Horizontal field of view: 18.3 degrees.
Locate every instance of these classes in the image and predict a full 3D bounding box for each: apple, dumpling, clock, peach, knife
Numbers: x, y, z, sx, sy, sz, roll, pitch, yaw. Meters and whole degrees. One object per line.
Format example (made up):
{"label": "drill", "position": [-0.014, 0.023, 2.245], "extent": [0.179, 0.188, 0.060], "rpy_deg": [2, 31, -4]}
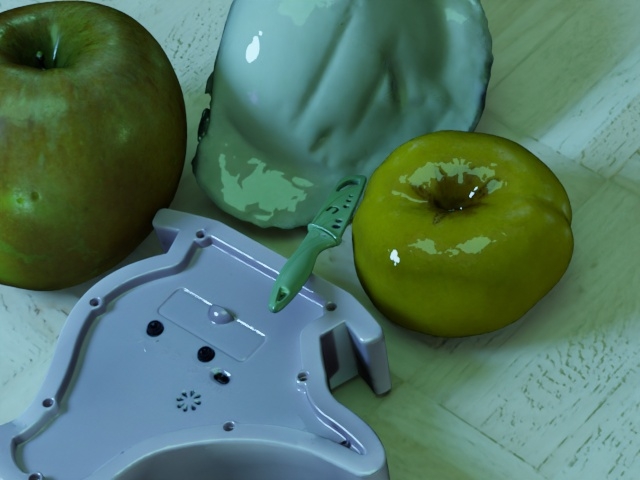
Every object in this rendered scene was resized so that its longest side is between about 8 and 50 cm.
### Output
{"label": "apple", "position": [-0.218, -0.074, 1.587], "extent": [0.237, 0.207, 0.237], "rpy_deg": [0, 40, 0]}
{"label": "dumpling", "position": [0.023, -0.134, 1.637], "extent": [0.227, 0.243, 0.175], "rpy_deg": [26, 21, 5]}
{"label": "clock", "position": [-0.076, 0.135, 1.458], "extent": [0.290, 0.080, 0.275], "rpy_deg": [25, 59, 29]}
{"label": "peach", "position": [0.110, -0.008, 1.527], "extent": [0.179, 0.103, 0.179], "rpy_deg": [-9, 50, 10]}
{"label": "knife", "position": [0.000, 0.000, 1.510], "extent": [0.030, 0.014, 0.207], "rpy_deg": [10, 33, 14]}
